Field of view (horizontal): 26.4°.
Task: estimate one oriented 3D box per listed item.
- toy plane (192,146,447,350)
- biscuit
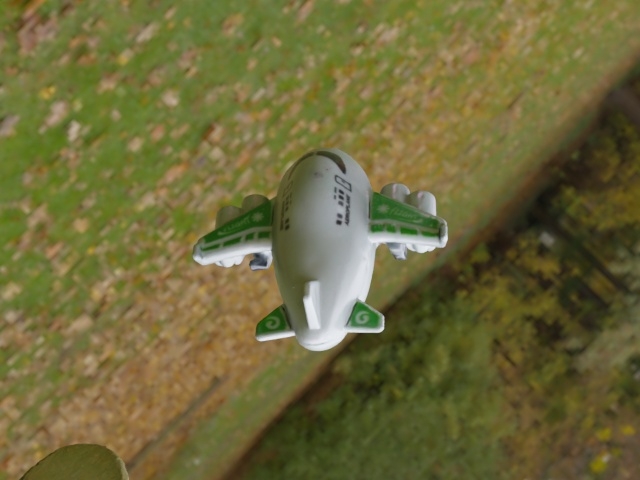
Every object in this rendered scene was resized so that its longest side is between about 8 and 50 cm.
[{"bbox_3d":[0.001,0.002,0.922,0.174,0.174,0.080,-42,142,-25],"label":"toy plane"},{"bbox_3d":[-0.370,0.381,1.995,0.265,0.040,0.188,2,-125,45],"label":"biscuit"}]
